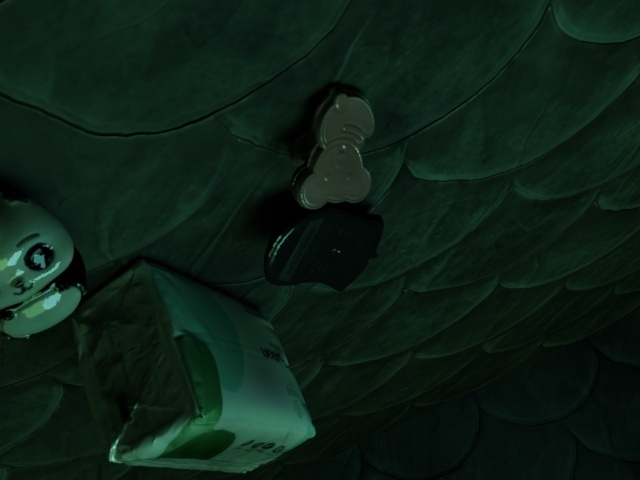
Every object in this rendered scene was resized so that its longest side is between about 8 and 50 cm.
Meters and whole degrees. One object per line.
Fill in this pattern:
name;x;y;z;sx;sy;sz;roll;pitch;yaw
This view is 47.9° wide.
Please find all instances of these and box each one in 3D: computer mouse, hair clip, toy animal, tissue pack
computer mouse;0.000;0.000;1.126;0.264;0.088;0.147;15;115;-49
hair clip;0.022;-0.118;0.937;0.123;0.102;0.138;-3;143;-40
toy animal;-0.366;0.032;0.830;0.166;0.138;0.179;-34;160;-21
tissue pack;-0.190;0.212;1.130;0.194;0.266;0.356;-34;151;13
